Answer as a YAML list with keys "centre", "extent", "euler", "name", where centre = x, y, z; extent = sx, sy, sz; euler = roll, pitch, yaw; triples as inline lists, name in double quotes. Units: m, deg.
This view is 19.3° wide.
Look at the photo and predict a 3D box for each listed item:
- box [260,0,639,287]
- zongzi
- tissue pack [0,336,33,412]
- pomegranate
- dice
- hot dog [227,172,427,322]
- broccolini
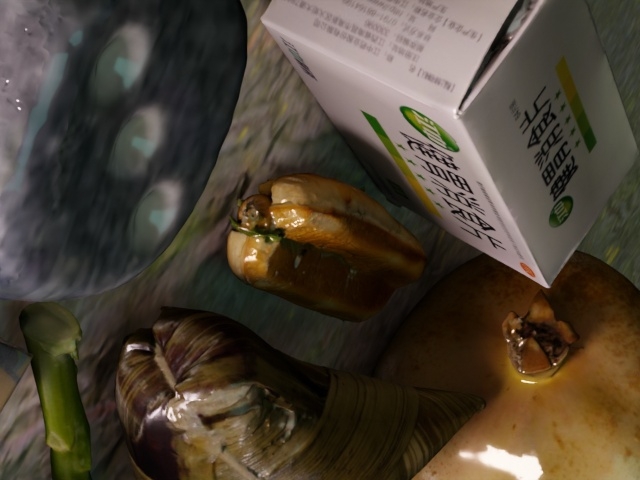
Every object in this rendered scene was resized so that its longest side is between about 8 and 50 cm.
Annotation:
- centre: [0.106, -0.114, 1.376]
  extent: [0.145, 0.173, 0.333]
  euler: [-57, 153, -10]
  name: "box"
- centre: [-0.003, 0.120, 1.390]
  extent: [0.288, 0.134, 0.286]
  euler: [-26, 143, -14]
  name: "zongzi"
- centre: [-0.244, 0.087, 1.087]
  extent: [0.109, 0.060, 0.148]
  euler: [-60, 154, -5]
  name: "tissue pack"
- centre: [0.183, 0.148, 1.642]
  extent: [0.319, 0.319, 0.319]
  euler: [-41, 147, -34]
  name: "pomegranate"
- centre: [-0.158, -0.084, 0.940]
  extent: [0.182, 0.181, 0.183]
  euler: [0, 114, -60]
  name: "dice"
- centre: [0.000, 0.000, 1.423]
  extent: [0.104, 0.076, 0.250]
  euler: [-46, 152, 13]
  name: "hot dog"
- centre: [-0.165, 0.198, 1.312]
  extent: [0.079, 0.074, 0.392]
  euler: [-50, 153, -35]
  name: "broccolini"
